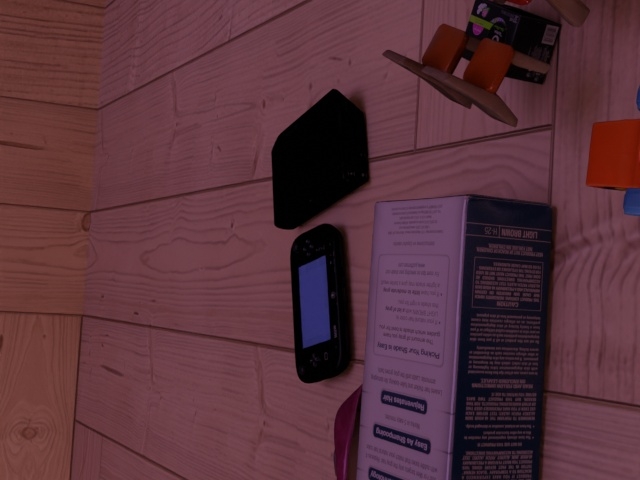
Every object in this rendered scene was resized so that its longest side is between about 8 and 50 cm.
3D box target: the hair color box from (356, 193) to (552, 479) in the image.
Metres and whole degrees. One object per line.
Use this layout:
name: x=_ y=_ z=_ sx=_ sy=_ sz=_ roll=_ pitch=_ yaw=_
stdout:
hair color box: x=0.125 y=0.135 z=1.035 sx=0.174 sy=0.105 sz=0.347 roll=0 pitch=85 yaw=64

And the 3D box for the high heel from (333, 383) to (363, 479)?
high heel: x=0.062 y=0.276 z=1.170 sx=0.244 sy=0.082 sz=0.117 roll=-98 pitch=16 yaw=-51

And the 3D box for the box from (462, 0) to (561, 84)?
box: x=0.183 y=-0.195 z=1.037 sx=0.083 sy=0.052 sz=0.062 roll=44 pitch=123 yaw=57

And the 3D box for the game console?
game console: x=0.000 y=0.000 z=1.385 sx=0.213 sy=0.044 sz=0.361 roll=-32 pitch=58 yaw=59

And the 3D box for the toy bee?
toy bee: x=0.290 y=-0.042 z=0.722 sx=0.298 sy=0.162 sz=0.195 roll=-83 pitch=1 yaw=-66

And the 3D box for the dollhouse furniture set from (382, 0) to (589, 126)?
dollhouse furniture set: x=0.136 y=-0.271 z=0.964 sx=0.262 sy=0.135 sz=0.259 roll=-61 pitch=32 yaw=7
